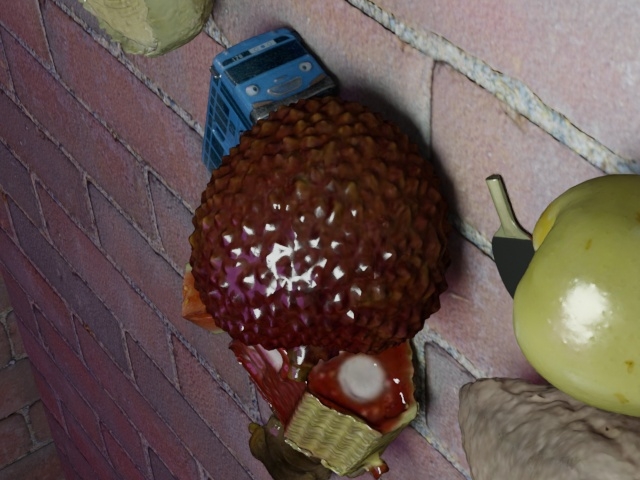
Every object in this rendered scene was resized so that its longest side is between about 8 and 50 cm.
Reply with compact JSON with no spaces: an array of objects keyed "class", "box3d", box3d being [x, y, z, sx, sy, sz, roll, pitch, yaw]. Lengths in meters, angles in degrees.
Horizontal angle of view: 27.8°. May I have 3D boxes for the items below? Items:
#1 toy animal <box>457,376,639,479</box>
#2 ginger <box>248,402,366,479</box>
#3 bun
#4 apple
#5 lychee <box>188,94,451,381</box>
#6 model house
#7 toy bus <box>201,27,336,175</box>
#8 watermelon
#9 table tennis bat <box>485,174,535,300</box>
[{"class":"toy animal","box3d":[0.255,0.260,1.195,0.358,0.188,0.226,-145,41,-67]},{"class":"ginger","box3d":[-0.042,0.319,2.004,0.166,0.080,0.333,49,159,0]},{"class":"bun","box3d":[-0.219,-0.350,1.556,0.259,0.152,0.259,42,159,20]},{"class":"apple","box3d":[0.242,0.047,1.016,0.200,0.200,0.200,45,151,34]},{"class":"lychee","box3d":[0.000,0.000,1.358,0.276,0.276,0.304,21,106,57]},{"class":"model house","box3d":[0.023,0.175,1.627,0.254,0.160,0.196,54,156,13]},{"class":"toy bus","box3d":[-0.067,-0.137,1.522,0.133,0.116,0.234,57,158,20]},{"class":"watermelon","box3d":[-0.173,0.098,2.016,0.135,0.094,0.125,2,109,58]},{"class":"table tennis bat","box3d":[0.194,0.008,1.278,0.087,0.013,0.156,13,127,61]}]
